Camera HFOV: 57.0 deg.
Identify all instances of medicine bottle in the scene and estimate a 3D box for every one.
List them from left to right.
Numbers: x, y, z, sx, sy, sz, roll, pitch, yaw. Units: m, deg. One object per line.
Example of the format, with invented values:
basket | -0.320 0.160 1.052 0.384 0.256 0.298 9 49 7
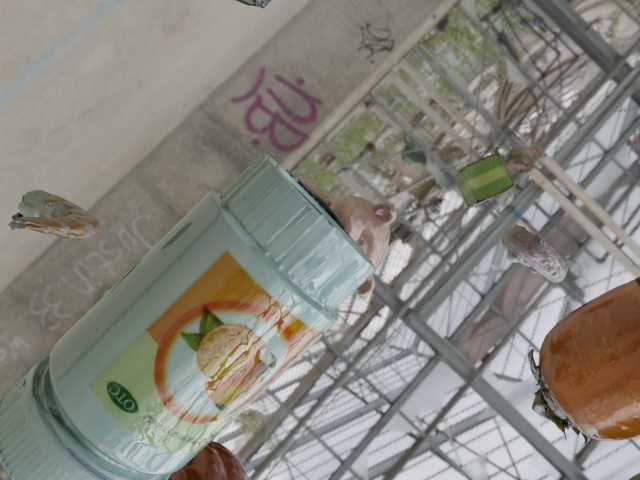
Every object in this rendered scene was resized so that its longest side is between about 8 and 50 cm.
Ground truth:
medicine bottle | -0.110 0.081 0.513 0.318 0.158 0.158 -45 -178 5

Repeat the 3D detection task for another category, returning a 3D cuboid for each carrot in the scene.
carrot | 0.433 0.179 0.865 0.331 0.193 0.214 -50 -141 36

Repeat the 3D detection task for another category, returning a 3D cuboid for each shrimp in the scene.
shrimp | -0.408 -0.034 0.851 0.166 0.161 0.049 -14 123 -73

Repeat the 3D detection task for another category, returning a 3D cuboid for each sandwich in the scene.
sandwich | 0.303 -0.109 1.102 0.074 0.074 0.116 -25 175 6

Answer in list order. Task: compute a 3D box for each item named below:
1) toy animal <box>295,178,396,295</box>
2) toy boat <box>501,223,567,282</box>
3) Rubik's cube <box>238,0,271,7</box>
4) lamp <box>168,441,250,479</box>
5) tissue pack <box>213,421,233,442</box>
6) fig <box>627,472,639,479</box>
toy animal | 0.007 -0.009 1.183 0.229 0.221 0.210 -7 123 -25
toy boat | 0.523 0.045 1.474 0.085 0.155 0.227 -51 138 3
Rubik's cube | -0.101 -0.400 0.648 0.183 0.167 0.180 -57 161 -18
lamp | -0.179 0.334 0.680 0.223 0.223 0.196 -46 -137 -8
tissue pack | -0.232 0.269 1.009 0.271 0.124 0.201 -50 148 18
fig | 0.538 0.487 0.871 0.239 0.271 0.239 -38 180 0
